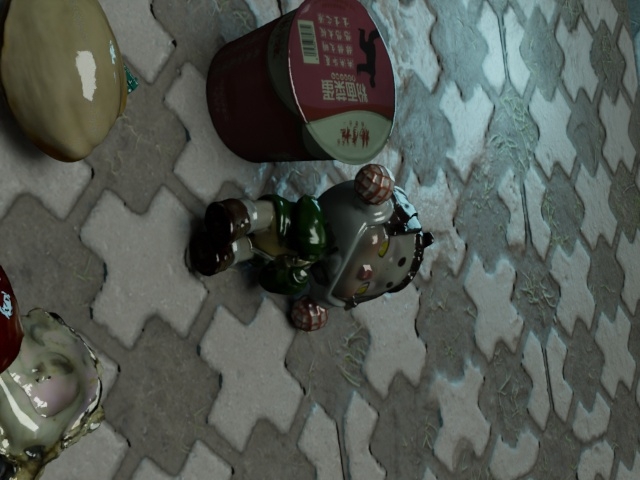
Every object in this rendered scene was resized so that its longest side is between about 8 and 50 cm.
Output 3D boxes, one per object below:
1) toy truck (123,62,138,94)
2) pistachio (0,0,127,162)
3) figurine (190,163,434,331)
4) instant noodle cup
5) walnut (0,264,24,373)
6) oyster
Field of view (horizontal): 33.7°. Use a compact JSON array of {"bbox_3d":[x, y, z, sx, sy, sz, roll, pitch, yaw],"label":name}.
[{"bbox_3d":[-0.258,-0.213,1.281,0.083,0.044,0.039,57,43,-28],"label":"toy truck"},{"bbox_3d":[-0.290,-0.194,1.173,0.144,0.144,0.215,-15,90,-51],"label":"pistachio"},{"bbox_3d":[0.000,0.000,1.465,0.370,0.167,0.281,0,128,-38],"label":"figurine"},{"bbox_3d":[-0.030,-0.207,1.450,0.235,0.178,0.234,11,75,-49],"label":"instant noodle cup"},{"bbox_3d":[-0.403,0.032,0.956,0.244,0.222,0.269,-61,128,-78],"label":"walnut"},{"bbox_3d":[-0.313,0.174,1.145,0.163,0.081,0.191,27,78,-19],"label":"oyster"}]
